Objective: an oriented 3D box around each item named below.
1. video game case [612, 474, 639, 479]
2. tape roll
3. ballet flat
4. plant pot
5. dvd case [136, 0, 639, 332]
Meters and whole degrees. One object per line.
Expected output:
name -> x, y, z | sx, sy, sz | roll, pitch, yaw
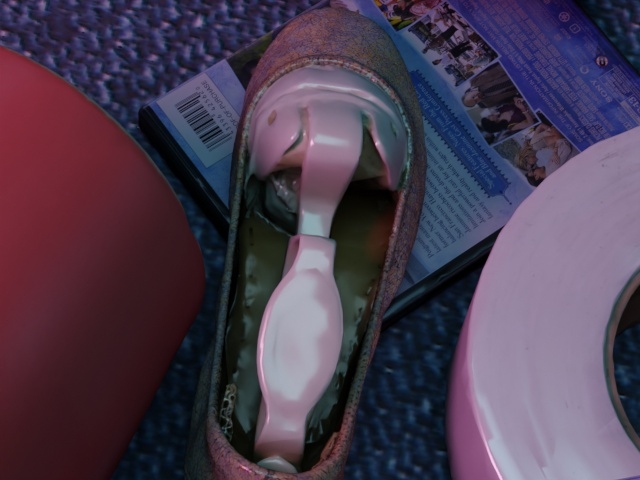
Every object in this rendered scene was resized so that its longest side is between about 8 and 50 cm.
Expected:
video game case -> 0.088, 0.248, 0.803 | 0.244, 0.061, 0.269 | -11, 72, 2
tape roll -> 0.209, 0.082, 0.955 | 0.286, 0.100, 0.286 | 2, 65, -4
ballet flat -> 0.000, 0.000, 0.949 | 0.107, 0.106, 0.316 | 7, 65, -2
plant pot -> -0.199, 0.052, 0.863 | 0.275, 0.275, 0.243 | 32, 59, 10
dvd case -> 0.051, -0.065, 1.054 | 0.253, 0.022, 0.180 | -32, 73, -18
